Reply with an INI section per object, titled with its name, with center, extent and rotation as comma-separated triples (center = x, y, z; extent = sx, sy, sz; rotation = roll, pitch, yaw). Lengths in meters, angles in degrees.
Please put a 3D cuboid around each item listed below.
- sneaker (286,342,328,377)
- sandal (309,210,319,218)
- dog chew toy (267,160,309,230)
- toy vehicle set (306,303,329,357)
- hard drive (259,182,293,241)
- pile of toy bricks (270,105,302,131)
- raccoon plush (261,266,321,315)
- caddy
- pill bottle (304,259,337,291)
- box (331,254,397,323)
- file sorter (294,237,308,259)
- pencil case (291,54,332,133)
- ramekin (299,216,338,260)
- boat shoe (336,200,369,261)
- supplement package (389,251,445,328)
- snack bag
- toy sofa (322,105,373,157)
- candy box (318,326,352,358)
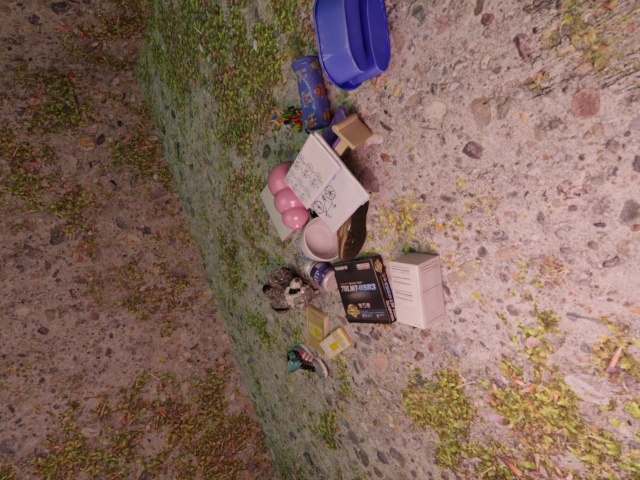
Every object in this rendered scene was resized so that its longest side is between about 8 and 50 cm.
[sneaker]
center = -0.103, 0.724, 2.374
extent = 0.295, 0.178, 0.123
rotation = 29, 127, 44
[sandal]
center = -0.024, -0.132, 1.992
extent = 0.067, 0.040, 0.179
rotation = -3, 103, 54
[dog chew toy]
center = -0.135, -0.205, 1.925
extent = 0.206, 0.207, 0.331
rotation = -39, 56, 53
[toy vehicle set]
center = -0.015, 0.504, 2.277
extent = 0.166, 0.035, 0.266
rotation = 26, 125, 46
[hard drive]
center = -0.227, -0.169, 2.255
extent = 0.203, 0.040, 0.307
rotation = -41, 72, 53
[pile of toy bricks]
center = -0.129, -0.554, 1.910
extent = 0.212, 0.118, 0.105
rotation = 9, 152, 41
[raccoon plush]
center = -0.132, 0.334, 2.304
extent = 0.299, 0.216, 0.446
rotation = 30, 159, 27
[caddy]
center = 0.097, -0.698, 1.397
extent = 0.179, 0.241, 0.341
rotation = 5, 109, 48
[pill bottle]
center = 0.007, 0.166, 2.027
extent = 0.187, 0.112, 0.112
rotation = 29, 127, 45
[box]
center = 0.195, 0.225, 1.837
extent = 0.295, 0.073, 0.293
rotation = -12, 96, 54
[file sorter]
center = -0.036, 0.038, 2.033
extent = 0.170, 0.104, 0.118
rotation = 3, 108, 53
[pencil case]
center = -0.038, -0.612, 1.722
extent = 0.133, 0.119, 0.306
rotation = -3, 102, 51
[ramekin]
center = 0.000, 0.000, 1.888
extent = 0.109, 0.207, 0.207
rotation = -26, 84, 64
[boat shoe]
center = 0.126, -0.071, 1.765
extent = 0.120, 0.123, 0.324
rotation = 36, 124, 47
[supplement package]
center = 0.364, 0.181, 1.524
extent = 0.134, 0.139, 0.244
rotation = 6, 109, 52
[snack bag]
center = 0.013, -0.215, 1.654
extent = 0.342, 0.037, 0.323
rotation = 51, 142, 6
[toy sofa]
center = 0.035, -0.360, 1.675
extent = 0.177, 0.150, 0.362
rotation = 46, 142, 2
[candy box]
center = 0.077, 0.542, 2.145
extent = 0.105, 0.027, 0.206
rotation = 55, 134, 13
